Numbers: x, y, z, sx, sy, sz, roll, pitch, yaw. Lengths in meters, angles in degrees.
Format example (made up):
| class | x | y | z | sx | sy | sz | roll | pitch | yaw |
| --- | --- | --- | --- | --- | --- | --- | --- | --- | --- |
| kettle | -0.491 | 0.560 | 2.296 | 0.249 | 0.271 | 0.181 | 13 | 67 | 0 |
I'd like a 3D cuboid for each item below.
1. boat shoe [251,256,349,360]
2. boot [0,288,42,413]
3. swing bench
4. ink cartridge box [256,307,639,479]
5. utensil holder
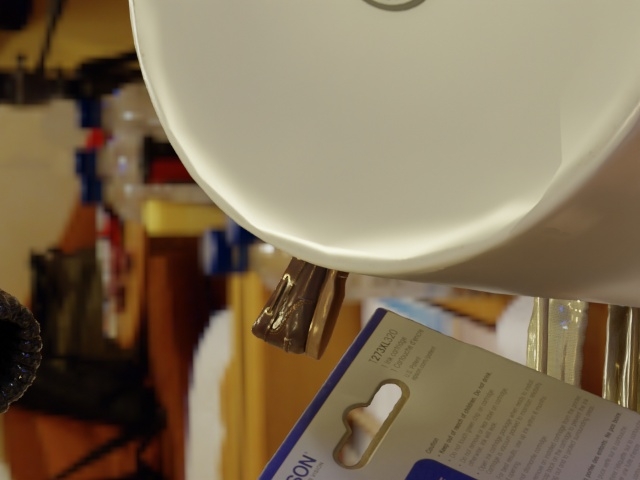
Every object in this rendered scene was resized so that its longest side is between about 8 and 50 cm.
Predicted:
| class | x | y | z | sx | sy | sz | roll | pitch | yaw |
| --- | --- | --- | --- | --- | --- | --- | --- | --- | --- |
| boat shoe | 0.000 | 0.000 | 1.619 | 0.073 | 0.073 | 0.207 | 51 | -121 | -74 |
| boot | -0.432 | 0.169 | 1.928 | 0.260 | 0.131 | 0.348 | 40 | 113 | 50 |
| swing bench | 0.276 | 0.148 | 1.962 | 0.165 | 0.254 | 0.253 | -3 | 83 | 56 |
| ink cartridge box | 0.158 | 0.172 | 0.960 | 0.176 | 0.371 | 0.069 | -52 | -19 | -44 |
| utensil holder | 0.141 | -0.122 | 0.912 | 0.327 | 0.385 | 0.328 | -2 | 86 | 37 |
